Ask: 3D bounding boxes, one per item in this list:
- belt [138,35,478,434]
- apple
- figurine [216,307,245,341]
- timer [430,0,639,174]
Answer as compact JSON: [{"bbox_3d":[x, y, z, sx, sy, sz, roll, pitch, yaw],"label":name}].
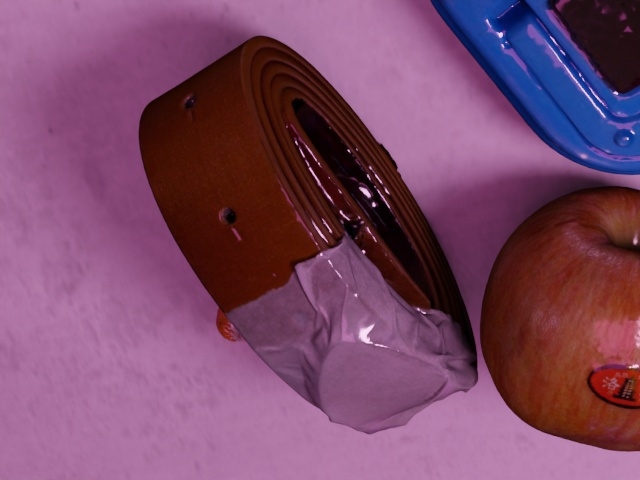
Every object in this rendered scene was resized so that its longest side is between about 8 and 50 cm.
[{"bbox_3d":[0.000,0.000,1.192,0.122,0.217,0.339,-28,107,25],"label":"belt"},{"bbox_3d":[0.233,0.063,1.168,0.211,0.211,0.188,13,121,8],"label":"apple"},{"bbox_3d":[-0.041,0.077,1.339,0.109,0.047,0.064,8,110,1],"label":"figurine"},{"bbox_3d":[0.257,-0.222,1.082,0.340,0.115,0.309,-35,106,26],"label":"timer"}]
